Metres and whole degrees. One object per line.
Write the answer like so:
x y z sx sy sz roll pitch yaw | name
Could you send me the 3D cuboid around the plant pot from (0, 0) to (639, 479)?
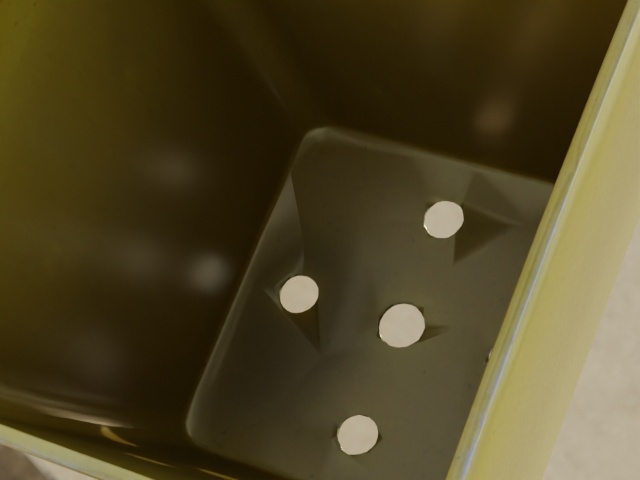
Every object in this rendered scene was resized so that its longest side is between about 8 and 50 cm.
0.000 0.000 0.611 0.212 0.212 0.187 -68 155 -13 | plant pot
